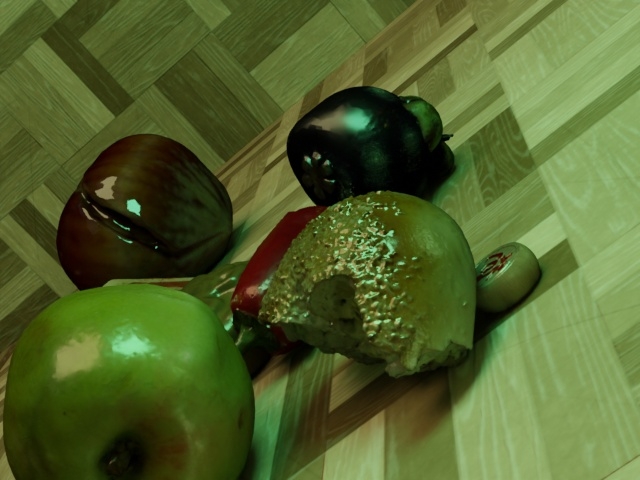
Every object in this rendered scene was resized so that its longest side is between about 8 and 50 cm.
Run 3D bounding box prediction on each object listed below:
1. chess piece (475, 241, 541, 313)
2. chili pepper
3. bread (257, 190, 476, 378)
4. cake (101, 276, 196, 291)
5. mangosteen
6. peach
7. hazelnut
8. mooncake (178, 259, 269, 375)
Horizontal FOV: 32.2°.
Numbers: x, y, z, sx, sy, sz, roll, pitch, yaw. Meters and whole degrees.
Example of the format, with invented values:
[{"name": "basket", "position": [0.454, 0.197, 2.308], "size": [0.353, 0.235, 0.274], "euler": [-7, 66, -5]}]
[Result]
[{"name": "chess piece", "position": [0.189, 0.039, 1.156], "size": [0.083, 0.038, 0.083], "euler": [-39, 16, 13]}, {"name": "chili pepper", "position": [-0.056, 0.083, 1.499], "size": [0.131, 0.134, 0.338], "euler": [-4, 31, 34]}, {"name": "bread", "position": [0.056, 0.037, 1.181], "size": [0.314, 0.171, 0.192], "euler": [6, 74, 68]}, {"name": "cake", "position": [-0.312, 0.110, 2.099], "size": [0.262, 0.159, 0.158], "euler": [-36, 11, 18]}, {"name": "mangosteen", "position": [0.079, -0.131, 1.657], "size": [0.243, 0.243, 0.243], "euler": [-40, 14, 12]}, {"name": "peach", "position": [-0.230, 0.194, 1.300], "size": [0.314, 0.281, 0.315], "euler": [-40, 26, 17]}, {"name": "hazelnut", "position": [-0.374, -0.043, 2.385], "size": [0.359, 0.359, 0.409], "euler": [-35, 23, 27]}, {"name": "mooncake", "position": [-0.164, 0.126, 1.647], "size": [0.235, 0.117, 0.235], "euler": [-24, 26, 13]}]
